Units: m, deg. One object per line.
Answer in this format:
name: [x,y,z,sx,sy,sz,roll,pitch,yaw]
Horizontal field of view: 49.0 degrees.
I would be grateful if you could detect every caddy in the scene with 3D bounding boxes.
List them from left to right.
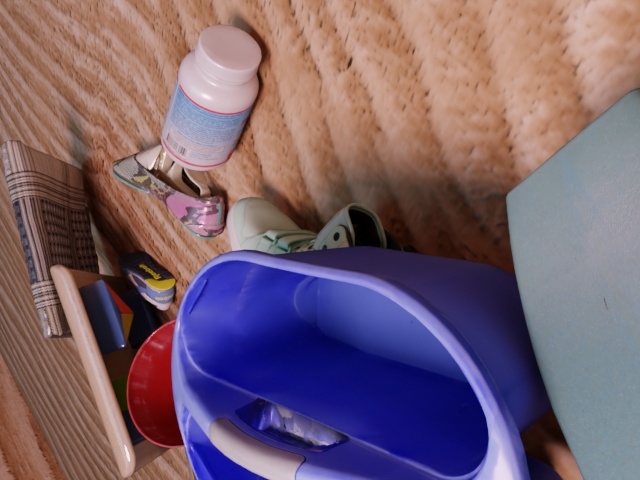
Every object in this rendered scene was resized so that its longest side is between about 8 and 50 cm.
caddy: [0.016,0.128,0.500,0.341,0.179,0.241,8,102,47]

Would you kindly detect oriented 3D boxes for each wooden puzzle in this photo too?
wooden puzzle: [-0.304,0.194,1.152,0.348,0.081,0.321,96,152,-82]

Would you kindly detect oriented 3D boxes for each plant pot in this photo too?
plant pot: [0.217,0.040,0.365,0.165,0.166,0.234,-49,60,53]

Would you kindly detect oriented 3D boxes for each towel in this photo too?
towel: [-0.428,0.009,1.191,0.324,0.056,0.311,120,136,-84]

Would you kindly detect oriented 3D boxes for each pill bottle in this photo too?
pill bottle: [-0.119,-0.155,0.775,0.087,0.087,0.160,57,144,16]

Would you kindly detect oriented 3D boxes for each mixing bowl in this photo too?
mixing bowl: [-0.174,0.209,1.009,0.181,0.181,0.098,43,-179,32]

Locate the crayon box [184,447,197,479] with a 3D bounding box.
crayon box: [-0.149,0.425,1.085,0.203,0.083,0.322,-128,31,-60]

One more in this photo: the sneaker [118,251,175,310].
sneaker: [-0.290,0.066,1.164,0.144,0.053,0.059,34,136,41]

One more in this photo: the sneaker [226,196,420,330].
sneaker: [0.001,0.000,0.703,0.256,0.094,0.151,49,131,34]

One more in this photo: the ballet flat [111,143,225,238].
ballet flat: [-0.201,-0.083,0.953,0.222,0.077,0.079,34,115,33]
